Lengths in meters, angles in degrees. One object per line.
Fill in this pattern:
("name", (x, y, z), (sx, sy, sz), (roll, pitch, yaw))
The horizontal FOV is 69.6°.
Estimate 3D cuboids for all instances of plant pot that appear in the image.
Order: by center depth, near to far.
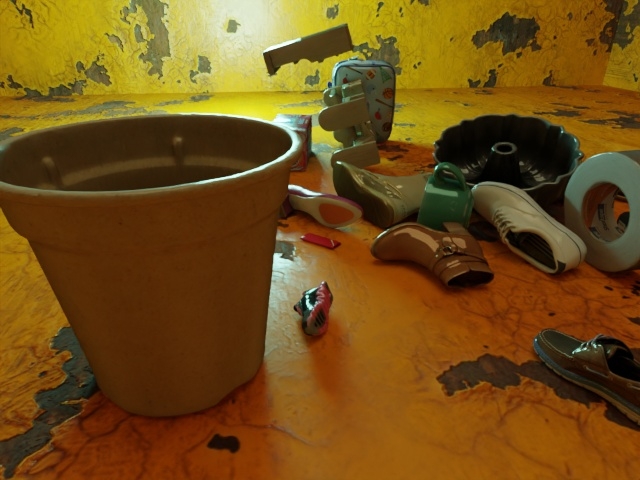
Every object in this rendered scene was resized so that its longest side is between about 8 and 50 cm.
("plant pot", (-0.187, 0.027, 0.572), (0.334, 0.305, 0.333), (1, 26, 0))

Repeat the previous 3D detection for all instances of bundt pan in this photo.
("bundt pan", (0.439, -0.172, 1.114), (0.331, 0.124, 0.330), (-6, 42, 6))

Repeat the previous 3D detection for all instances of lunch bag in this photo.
("lunch bag", (0.146, -0.507, 1.671), (0.244, 0.303, 0.115), (0, 30, 1))

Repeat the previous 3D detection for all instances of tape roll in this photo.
("tape roll", (0.548, -0.054, 0.840), (0.073, 0.219, 0.219), (-5, 27, -10))

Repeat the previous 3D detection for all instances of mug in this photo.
("mug", (0.259, -0.067, 0.944), (0.098, 0.157, 0.129), (15, 73, 15))

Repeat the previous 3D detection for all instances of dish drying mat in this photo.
("dish drying mat", (0.000, 0.000, 0.965), (0.083, 0.008, 0.032), (17, 32, 31))

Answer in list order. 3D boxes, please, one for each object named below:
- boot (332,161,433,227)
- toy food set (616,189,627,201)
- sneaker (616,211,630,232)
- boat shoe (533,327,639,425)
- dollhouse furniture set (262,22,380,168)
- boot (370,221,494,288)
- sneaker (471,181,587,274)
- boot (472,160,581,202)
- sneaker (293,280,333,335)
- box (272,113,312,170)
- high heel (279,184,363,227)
("boot", (0.167, -0.131, 1.129), (0.204, 0.095, 0.262), (-15, 36, -26))
("toy food set", (0.825, -0.134, 1.209), (0.133, 0.038, 0.192), (-11, 28, -21))
("sneaker", (0.712, -0.046, 0.922), (0.086, 0.132, 0.228), (-6, 27, -12))
("boat shoe", (0.361, 0.155, 0.583), (0.066, 0.066, 0.183), (-16, 30, -30))
("dollhouse furniture set", (0.012, -0.434, 1.447), (0.257, 0.393, 0.362), (-13, 26, 10))
("boot", (0.200, 0.033, 0.836), (0.197, 0.072, 0.152), (-13, 38, -1))
("sneaker", (0.384, -0.032, 0.897), (0.091, 0.094, 0.258), (-18, 45, -33))
("boot", (0.558, -0.188, 1.266), (0.270, 0.089, 0.236), (13, 29, 27))
("sneaker", (-0.017, 0.109, 0.714), (0.057, 0.047, 0.119), (-13, 21, 17))
("box", (-0.095, -0.321, 1.486), (0.123, 0.128, 0.256), (1, 26, 3))
("high heel", (0.002, -0.092, 1.074), (0.244, 0.082, 0.117), (1, 33, 32))
